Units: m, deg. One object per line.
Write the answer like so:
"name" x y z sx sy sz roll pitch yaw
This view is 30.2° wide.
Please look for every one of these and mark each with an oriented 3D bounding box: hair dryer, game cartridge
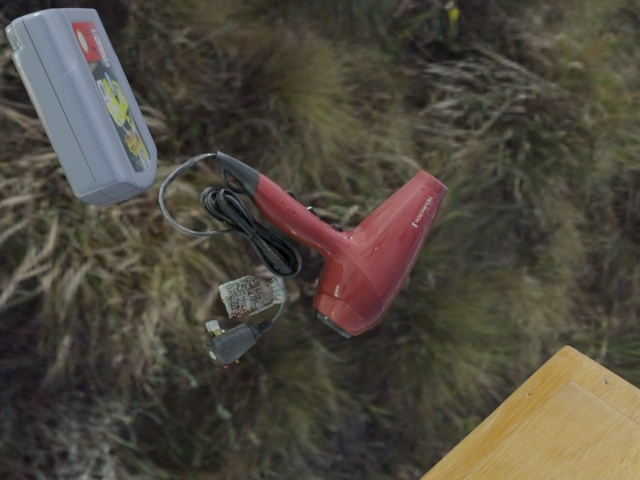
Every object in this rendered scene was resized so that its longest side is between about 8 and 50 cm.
"hair dryer" 0.000 0.000 1.202 0.293 0.080 0.224 -18 113 -16
"game cartridge" -0.229 -0.135 1.193 0.060 0.294 0.196 -18 102 2

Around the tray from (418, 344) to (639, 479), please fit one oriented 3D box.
"tray" 0.021 0.225 0.373 0.411 0.203 0.076 -39 137 -20
